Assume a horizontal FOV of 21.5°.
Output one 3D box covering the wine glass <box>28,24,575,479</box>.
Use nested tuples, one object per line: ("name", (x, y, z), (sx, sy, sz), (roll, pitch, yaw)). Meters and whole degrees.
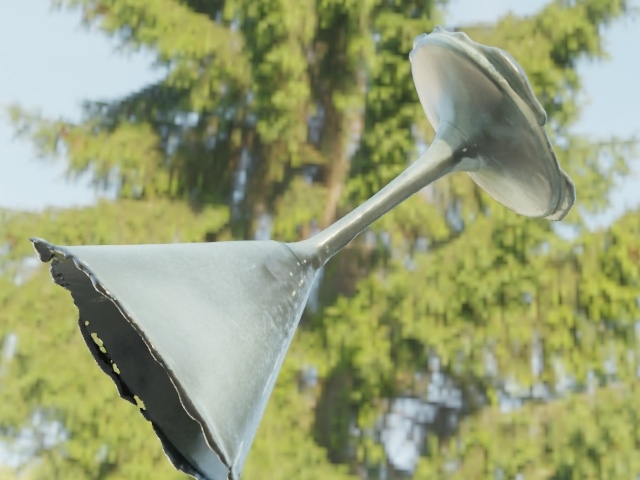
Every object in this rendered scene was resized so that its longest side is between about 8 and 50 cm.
("wine glass", (0.000, 0.000, 0.642), (0.183, 0.122, 0.122), (-37, -33, -15))
